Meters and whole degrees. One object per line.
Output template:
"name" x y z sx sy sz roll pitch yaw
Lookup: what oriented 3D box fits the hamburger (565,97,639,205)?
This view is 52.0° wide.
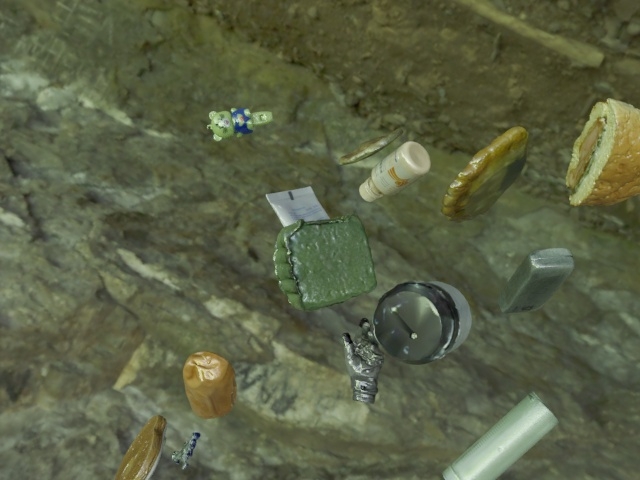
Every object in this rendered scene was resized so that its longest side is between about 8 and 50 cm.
"hamburger" 0.759 -0.211 1.636 0.209 0.162 0.329 -3 143 0

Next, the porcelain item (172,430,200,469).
"porcelain item" -0.349 0.556 1.695 0.021 0.136 0.075 24 -142 -25

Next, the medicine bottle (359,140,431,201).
"medicine bottle" 0.220 -0.201 2.026 0.114 0.114 0.252 28 143 -23

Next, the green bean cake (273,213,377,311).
"green bean cake" 0.006 0.048 1.597 0.227 0.222 0.125 -13 -177 -27

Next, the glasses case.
"glasses case" 0.634 0.125 1.944 0.131 0.074 0.323 -4 150 -7

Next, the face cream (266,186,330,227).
"face cream" 0.000 0.000 2.200 0.235 0.137 0.420 -17 -109 -48

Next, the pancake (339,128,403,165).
"pancake" 0.160 -0.300 2.104 0.042 0.223 0.236 63 166 -9

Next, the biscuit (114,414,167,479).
"biscuit" -0.414 0.514 1.525 0.049 0.181 0.208 34 -169 -19

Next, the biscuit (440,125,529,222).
"biscuit" 0.493 -0.170 1.945 0.078 0.329 0.335 49 -179 25

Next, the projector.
"projector" 0.486 0.559 1.776 0.108 0.337 0.108 47 -178 -3

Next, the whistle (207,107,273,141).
"whistle" -0.273 -0.402 2.234 0.228 0.105 0.085 -11 180 -9

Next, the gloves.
"gloves" 0.136 0.390 2.124 0.143 0.285 0.119 4 -170 3

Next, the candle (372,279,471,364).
"candle" 0.292 0.214 1.788 0.221 0.221 0.343 28 -169 24

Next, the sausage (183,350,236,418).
"sausage" -0.307 0.407 1.831 0.136 0.120 0.241 18 134 13
